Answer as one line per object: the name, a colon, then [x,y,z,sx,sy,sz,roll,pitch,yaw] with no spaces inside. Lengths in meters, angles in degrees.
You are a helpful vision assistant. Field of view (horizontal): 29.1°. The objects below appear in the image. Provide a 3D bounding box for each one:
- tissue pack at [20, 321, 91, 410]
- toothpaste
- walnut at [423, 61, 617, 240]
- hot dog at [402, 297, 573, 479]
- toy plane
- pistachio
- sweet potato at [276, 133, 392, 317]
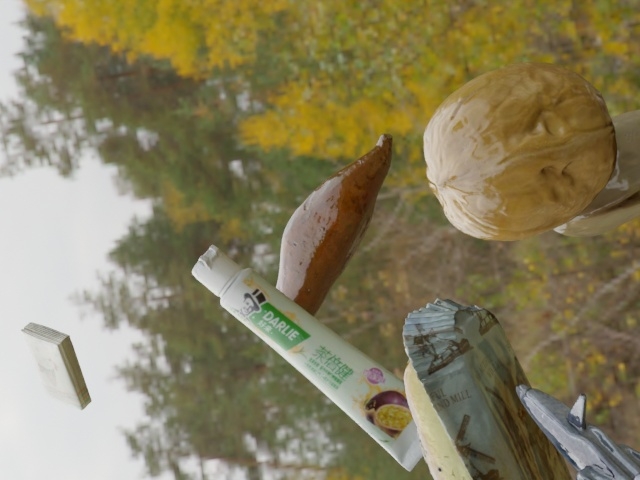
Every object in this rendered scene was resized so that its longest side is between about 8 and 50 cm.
tissue pack: [-0.287,0.138,1.342,0.023,0.056,0.108,-52,-35,-38]
toothpaste: [-0.005,0.118,1.312,0.056,0.314,0.058,-48,-6,-33]
walnut: [0.221,-0.098,1.378,0.193,0.226,0.193,49,157,29]
hot dog: [0.146,0.177,1.063,0.163,0.082,0.270,-34,-79,-60]
toy plane: [0.237,0.181,0.879,0.267,0.212,0.088,48,148,29]
pistachio: [0.360,-0.080,1.497,0.129,0.206,0.131,56,-164,-35]
sweet potato: [0.002,-0.005,1.796,0.359,0.112,0.112,-58,0,4]
